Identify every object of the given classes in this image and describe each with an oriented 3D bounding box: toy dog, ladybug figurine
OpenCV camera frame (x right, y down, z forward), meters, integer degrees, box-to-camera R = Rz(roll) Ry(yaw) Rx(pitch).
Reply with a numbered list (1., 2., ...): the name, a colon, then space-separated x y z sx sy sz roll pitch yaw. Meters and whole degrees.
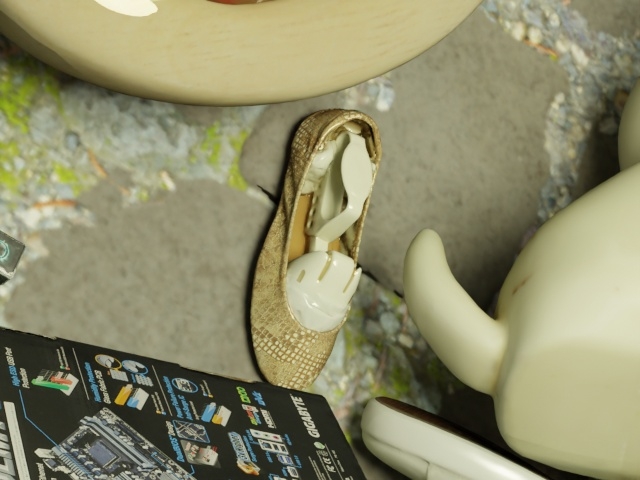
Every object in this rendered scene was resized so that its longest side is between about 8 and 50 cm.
1. toy dog: 0.285 0.015 1.395 0.408 0.395 0.284 -62 154 -45
2. ladybug figurine: -0.059 -0.231 1.327 0.449 0.162 0.305 -13 84 -33

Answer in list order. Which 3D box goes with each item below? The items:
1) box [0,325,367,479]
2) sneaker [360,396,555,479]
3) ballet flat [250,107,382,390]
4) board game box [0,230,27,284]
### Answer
1. box: -0.102 0.157 1.129 0.293 0.295 0.073 12 112 -22
2. sneaker: 0.136 0.218 1.371 0.290 0.106 0.123 32 90 -7
3. ballet flat: 0.000 0.000 1.362 0.073 0.067 0.206 17 70 -28
4. board game box: -0.277 -0.018 1.161 0.186 0.126 0.026 32 61 -21
